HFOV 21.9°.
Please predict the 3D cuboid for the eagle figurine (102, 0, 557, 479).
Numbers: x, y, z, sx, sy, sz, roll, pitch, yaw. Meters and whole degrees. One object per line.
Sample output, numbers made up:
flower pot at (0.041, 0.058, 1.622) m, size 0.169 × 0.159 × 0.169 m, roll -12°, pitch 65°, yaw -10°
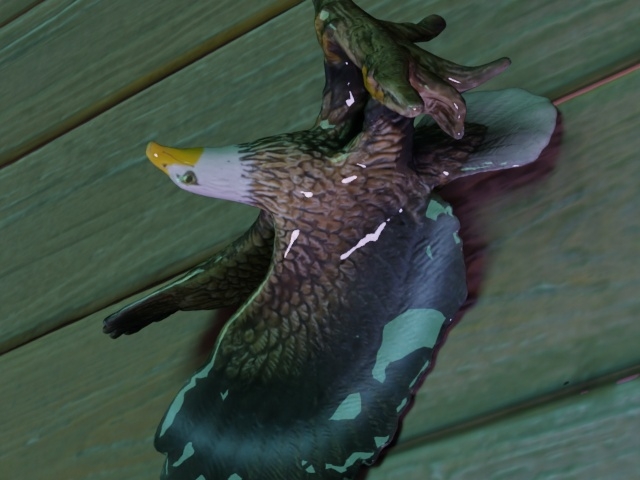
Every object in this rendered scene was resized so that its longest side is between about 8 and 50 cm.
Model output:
eagle figurine at (-0.011, -0.004, 1.027) m, size 0.226 × 0.225 × 0.298 m, roll -33°, pitch -35°, yaw -60°
